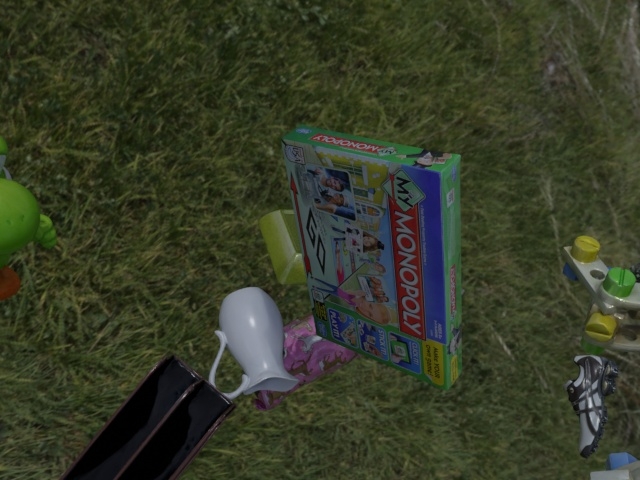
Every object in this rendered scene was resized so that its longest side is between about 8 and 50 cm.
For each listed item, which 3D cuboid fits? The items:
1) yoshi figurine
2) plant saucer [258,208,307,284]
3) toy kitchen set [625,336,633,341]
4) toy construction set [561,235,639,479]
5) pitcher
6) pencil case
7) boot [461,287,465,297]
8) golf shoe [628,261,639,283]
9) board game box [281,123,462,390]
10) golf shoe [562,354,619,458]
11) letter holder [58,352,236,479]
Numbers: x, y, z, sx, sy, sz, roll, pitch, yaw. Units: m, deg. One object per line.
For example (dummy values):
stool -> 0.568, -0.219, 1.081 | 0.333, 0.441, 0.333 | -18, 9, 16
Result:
yoshi figurine -> -0.515, 0.001, 0.912 | 0.202, 0.362, 0.204 | 25, 45, -14
plant saucer -> 0.000, 0.000, 1.077 | 0.188, 0.045, 0.188 | 0, 36, -20
toy kitchen set -> 0.897, 0.225, 1.507 | 0.207, 0.122, 0.166 | 26, 73, 4
toy construction set -> 0.357, 0.148, 0.630 | 0.214, 0.151, 0.328 | 11, 56, 10
pitcher -> -0.151, 0.206, 1.208 | 0.177, 0.125, 0.207 | -6, 62, -30
pencil case -> -0.010, 0.265, 1.502 | 0.385, 0.160, 0.167 | -23, 68, -19
boot -> 0.186, 0.104, 1.294 | 0.236, 0.085, 0.179 | -24, 62, -40
golf shoe -> 0.483, 0.037, 0.764 | 0.086, 0.176, 0.069 | -17, 94, -52
board game box -> 0.069, 0.025, 0.753 | 0.046, 0.213, 0.318 | -40, 134, -37
golf shoe -> 0.518, 0.321, 1.193 | 0.077, 0.093, 0.198 | 46, 61, -60
letter holder -> -0.291, 0.346, 0.960 | 0.152, 0.214, 0.302 | 39, 81, 2
